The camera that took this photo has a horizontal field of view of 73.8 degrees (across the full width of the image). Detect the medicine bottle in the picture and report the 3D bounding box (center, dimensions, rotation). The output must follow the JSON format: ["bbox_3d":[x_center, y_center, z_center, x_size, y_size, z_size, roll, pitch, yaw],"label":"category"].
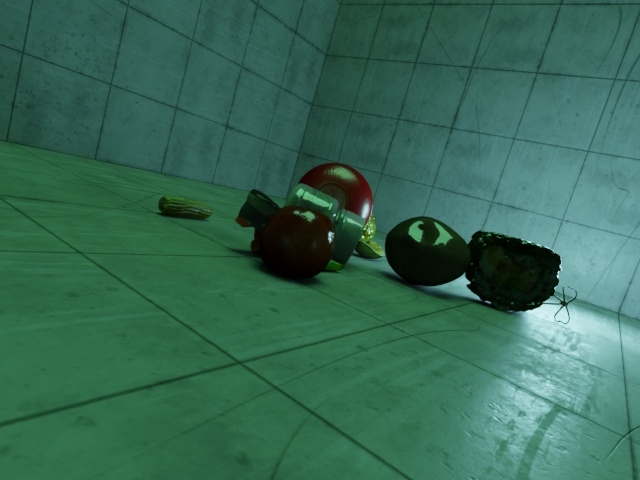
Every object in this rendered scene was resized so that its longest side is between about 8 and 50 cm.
[{"bbox_3d":[-0.003,-0.056,1.634,0.302,0.241,0.241,26,7,-3],"label":"medicine bottle"}]

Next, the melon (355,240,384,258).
[{"bbox_3d":[0.230,0.053,1.996,0.128,0.079,0.160,40,17,25],"label":"melon"}]

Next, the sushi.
[{"bbox_3d":[0.745,0.128,1.694,0.352,0.293,0.178,20,5,10],"label":"sushi"}]

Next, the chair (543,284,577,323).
[{"bbox_3d":[0.885,0.224,1.822,0.170,0.159,0.326,10,9,-29],"label":"chair"}]

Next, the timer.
[{"bbox_3d":[0.058,-0.177,2.008,0.378,0.377,0.279,17,1,8],"label":"timer"}]

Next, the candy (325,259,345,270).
[{"bbox_3d":[-0.006,0.079,1.447,0.102,0.032,0.178,18,8,40],"label":"candy"}]

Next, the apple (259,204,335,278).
[{"bbox_3d":[-0.066,0.005,1.241,0.218,0.201,0.218,13,1,0],"label":"apple"}]

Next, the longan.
[{"bbox_3d":[0.413,0.048,1.672,0.289,0.288,0.350,9,7,-44],"label":"longan"}]

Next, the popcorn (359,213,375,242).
[{"bbox_3d":[0.200,-0.086,2.306,0.237,0.206,0.251,53,47,-4],"label":"popcorn"}]

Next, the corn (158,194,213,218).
[{"bbox_3d":[-0.526,-0.127,1.668,0.080,0.080,0.231,21,7,33],"label":"corn"}]

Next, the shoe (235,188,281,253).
[{"bbox_3d":[-0.146,-0.010,1.398,0.336,0.171,0.132,40,4,-35],"label":"shoe"}]
